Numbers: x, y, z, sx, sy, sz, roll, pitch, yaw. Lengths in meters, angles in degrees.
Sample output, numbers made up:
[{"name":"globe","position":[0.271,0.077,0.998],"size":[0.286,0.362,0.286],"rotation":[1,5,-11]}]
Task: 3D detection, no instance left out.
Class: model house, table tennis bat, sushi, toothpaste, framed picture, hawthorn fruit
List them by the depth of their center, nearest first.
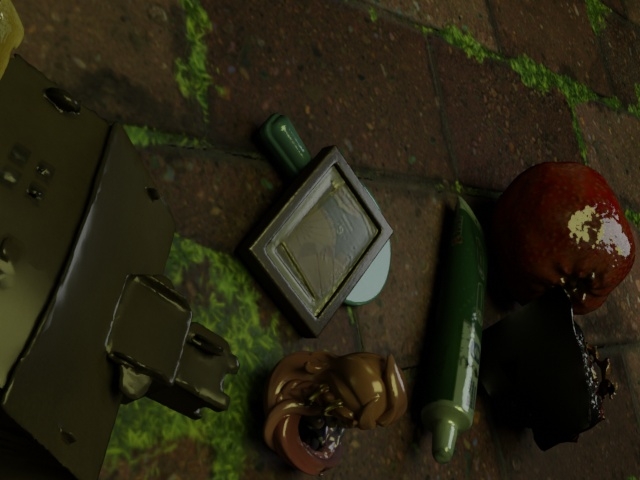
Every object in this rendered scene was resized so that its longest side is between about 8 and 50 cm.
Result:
[{"name":"model house","position":[-0.177,0.056,0.614],"size":[0.243,0.204,0.211],"rotation":[33,50,-28]},{"name":"framed picture","position":[0.000,0.000,0.985],"size":[0.128,0.023,0.168],"rotation":[55,54,-24]},{"name":"table tennis bat","position":[0.008,-0.036,1.038],"size":[0.244,0.040,0.153],"rotation":[55,45,-23]},{"name":"toothpaste","position":[0.173,0.106,1.169],"size":[0.099,0.061,0.392],"rotation":[53,35,-33]},{"name":"sushi","position":[0.312,0.186,1.244],"size":[0.172,0.153,0.150],"rotation":[62,13,25]},{"name":"hawthorn fruit","position":[0.338,-0.018,1.327],"size":[0.205,0.205,0.253],"rotation":[43,31,-32]}]

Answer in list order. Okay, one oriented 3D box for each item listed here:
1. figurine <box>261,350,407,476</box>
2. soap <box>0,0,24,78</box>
[{"name":"figurine","position":[0.008,0.148,0.879],"size":[0.114,0.157,0.126],"rotation":[45,45,1]},{"name":"soap","position":[-0.306,-0.115,0.532],"size":[0.037,0.251,0.092],"rotation":[88,13,-52]}]
